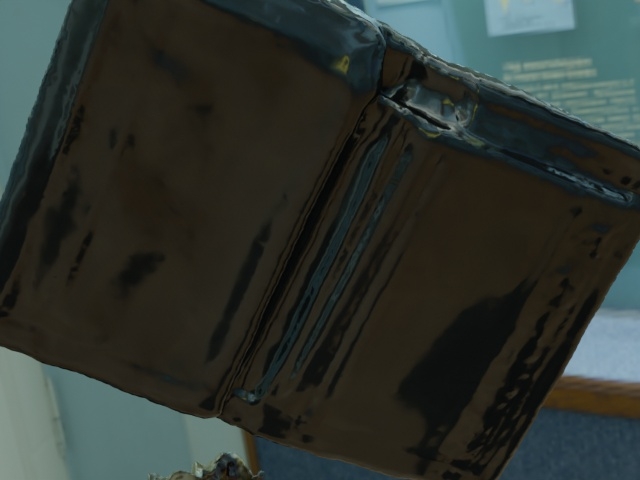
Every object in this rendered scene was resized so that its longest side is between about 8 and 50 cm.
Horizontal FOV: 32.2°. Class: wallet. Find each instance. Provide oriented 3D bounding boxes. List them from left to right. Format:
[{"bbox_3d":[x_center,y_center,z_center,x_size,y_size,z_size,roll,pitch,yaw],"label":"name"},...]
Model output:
[{"bbox_3d":[0.000,0.000,0.584,0.323,0.247,0.041,20,21,-14],"label":"wallet"}]

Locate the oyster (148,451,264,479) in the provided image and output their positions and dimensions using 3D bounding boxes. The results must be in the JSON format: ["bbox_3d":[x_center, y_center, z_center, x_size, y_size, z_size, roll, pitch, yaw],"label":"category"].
[{"bbox_3d":[-0.148,0.292,0.787,0.133,0.198,0.337,-23,3,37],"label":"oyster"}]
